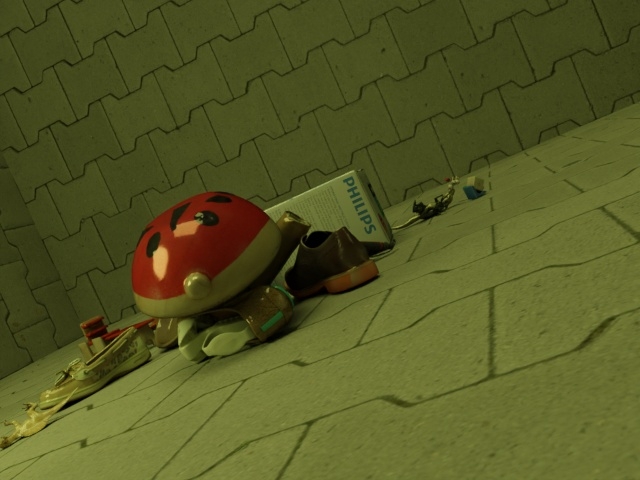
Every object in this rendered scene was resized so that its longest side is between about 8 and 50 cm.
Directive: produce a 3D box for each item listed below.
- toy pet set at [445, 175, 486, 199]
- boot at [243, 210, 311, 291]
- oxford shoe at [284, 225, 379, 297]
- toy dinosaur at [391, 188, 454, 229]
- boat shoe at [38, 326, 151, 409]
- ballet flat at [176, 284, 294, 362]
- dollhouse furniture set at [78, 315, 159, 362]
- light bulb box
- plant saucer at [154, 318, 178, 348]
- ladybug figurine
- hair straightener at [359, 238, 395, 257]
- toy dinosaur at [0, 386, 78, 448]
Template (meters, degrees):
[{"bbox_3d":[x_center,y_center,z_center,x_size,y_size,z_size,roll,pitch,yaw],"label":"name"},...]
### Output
[{"bbox_3d":[0.459,-0.152,2.202,0.122,0.065,0.114,16,-12,-27],"label":"toy pet set"},{"bbox_3d":[-0.135,0.060,1.551,0.269,0.089,0.236,-54,-1,7],"label":"boot"},{"bbox_3d":[0.003,0.041,1.563,0.130,0.132,0.364,-26,4,-27],"label":"oxford shoe"},{"bbox_3d":[0.319,-0.093,2.173,0.268,0.064,0.118,-25,-11,-15],"label":"toy dinosaur"},{"bbox_3d":[-0.515,0.289,1.608,0.105,0.089,0.285,-21,5,38],"label":"boat shoe"},{"bbox_3d":[-0.189,0.168,1.327,0.342,0.116,0.124,-15,27,44],"label":"ballet flat"},{"bbox_3d":[-0.568,0.263,2.018,0.259,0.135,0.262,-21,4,41],"label":"dollhouse furniture set"},{"bbox_3d":[-0.004,-0.033,2.024,0.361,0.225,0.358,-24,3,8],"label":"light bulb box"},{"bbox_3d":[-0.326,0.151,1.789,0.278,0.041,0.277,-44,26,28],"label":"plant saucer"},{"bbox_3d":[-0.231,0.011,1.374,0.305,0.161,0.449,-26,14,-4],"label":"ladybug figurine"},{"bbox_3d":[0.076,0.016,1.718,0.231,0.047,0.089,-5,-16,-25],"label":"hair straightener"},{"bbox_3d":[-0.556,0.352,1.390,0.183,0.053,0.093,-35,24,-33],"label":"toy dinosaur"}]
